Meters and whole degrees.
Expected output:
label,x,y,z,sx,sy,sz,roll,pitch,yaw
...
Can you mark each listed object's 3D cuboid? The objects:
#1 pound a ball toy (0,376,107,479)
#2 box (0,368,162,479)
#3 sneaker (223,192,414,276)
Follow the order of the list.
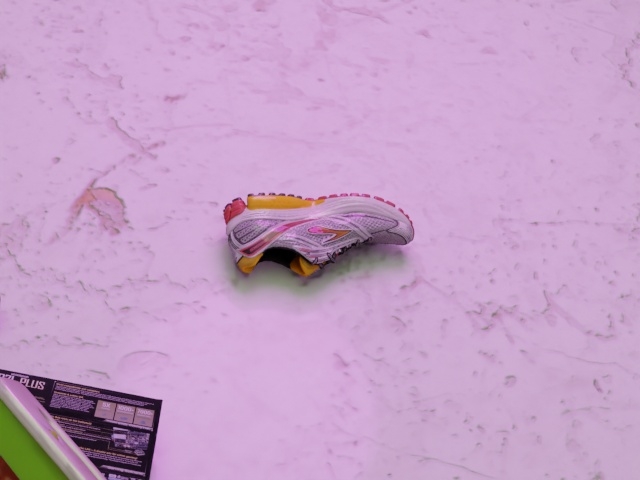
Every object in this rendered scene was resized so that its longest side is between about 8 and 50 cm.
label,x,y,z,sx,sy,sz,roll,pitch,yaw
pound a ball toy,-0.252,0.265,0.962,0.208,0.136,0.319,-43,81,-9
box,-0.250,0.205,1.125,0.180,0.077,0.147,12,27,-8
sneaker,0.000,0.000,1.391,0.225,0.088,0.093,-2,72,-12
